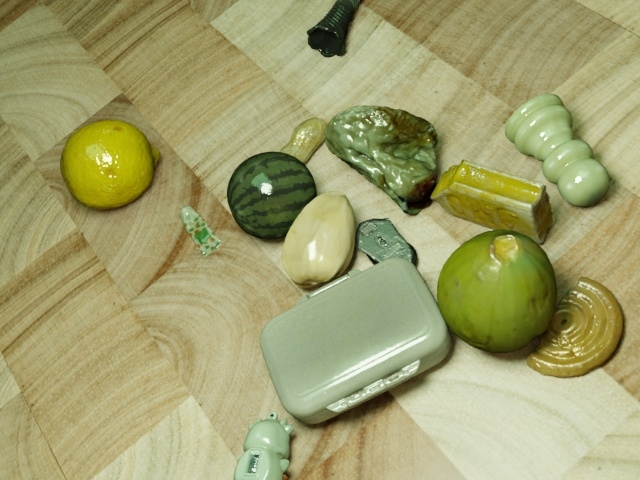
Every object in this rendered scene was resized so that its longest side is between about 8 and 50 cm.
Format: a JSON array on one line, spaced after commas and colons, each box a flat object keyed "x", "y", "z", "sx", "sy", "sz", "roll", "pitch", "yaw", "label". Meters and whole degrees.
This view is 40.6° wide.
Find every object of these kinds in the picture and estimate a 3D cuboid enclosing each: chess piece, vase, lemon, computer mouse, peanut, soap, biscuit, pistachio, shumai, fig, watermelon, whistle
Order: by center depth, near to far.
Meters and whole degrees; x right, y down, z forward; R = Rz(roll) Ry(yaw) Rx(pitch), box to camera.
[{"x": 0.343, "y": 0.082, "z": 1.675, "sx": 0.239, "sy": 0.271, "sz": 0.239, "roll": -2, "pitch": 48, "yaw": 2, "label": "fig"}, {"x": 0.510, "y": 0.180, "z": 1.691, "sx": 0.144, "sy": 0.033, "sz": 0.224, "roll": 30, "pitch": 75, "yaw": 35, "label": "biscuit"}, {"x": -0.115, "y": 0.458, "z": 1.725, "sx": 0.102, "sy": 0.106, "sz": 0.253, "roll": -30, "pitch": 37, "yaw": 42, "label": "whistle"}, {"x": 0.359, "y": -0.090, "z": 1.849, "sx": 0.257, "sy": 0.160, "sz": 0.080, "roll": 20, "pitch": 70, "yaw": 33, "label": "soap"}, {"x": 0.525, "y": -0.183, "z": 1.865, "sx": 0.144, "sy": 0.144, "sz": 0.251, "roll": -30, "pitch": 57, "yaw": 2, "label": "chess piece"}, {"x": 0.147, "y": 0.019, "z": 1.933, "sx": 0.099, "sy": 0.057, "sz": 0.172, "roll": -41, "pitch": 65, "yaw": -9, "label": "computer mouse"}, {"x": 0.000, "y": 0.000, "z": 1.938, "sx": 0.157, "sy": 0.157, "sz": 0.229, "roll": 10, "pitch": 67, "yaw": 27, "label": "pistachio"}, {"x": 0.135, "y": -0.179, "z": 1.972, "sx": 0.272, "sy": 0.222, "sz": 0.203, "roll": 4, "pitch": 64, "yaw": 14, "label": "shumai"}, {"x": -0.112, "y": -0.106, "z": 2.026, "sx": 0.212, "sy": 0.212, "sz": 0.212, "roll": -11, "pitch": 56, "yaw": 16, "label": "watermelon"}, {"x": -0.048, "y": -0.241, "z": 2.164, "sx": 0.080, "sy": 0.080, "sz": 0.174, "roll": 25, "pitch": 70, "yaw": 33, "label": "peanut"}, {"x": -0.547, "y": -0.202, "z": 2.253, "sx": 0.253, "sy": 0.228, "sz": 0.228, "roll": -27, "pitch": 52, "yaw": -6, "label": "lemon"}, {"x": 0.058, "y": -0.621, "z": 2.358, "sx": 0.115, "sy": 0.115, "sz": 0.237, "roll": 10, "pitch": 60, "yaw": 28, "label": "vase"}]

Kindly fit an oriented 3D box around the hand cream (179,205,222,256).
[{"x": -0.307, "y": -0.030, "z": 2.169, "sx": 0.057, "sy": 0.037, "sz": 0.165, "roll": -37, "pitch": 59, "yaw": -3, "label": "hand cream"}]

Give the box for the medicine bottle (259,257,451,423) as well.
[{"x": 0.070, "y": 0.207, "z": 1.797, "sx": 0.375, "sy": 0.123, "sz": 0.282, "roll": -28, "pitch": 54, "yaw": 4, "label": "medicine bottle"}]
